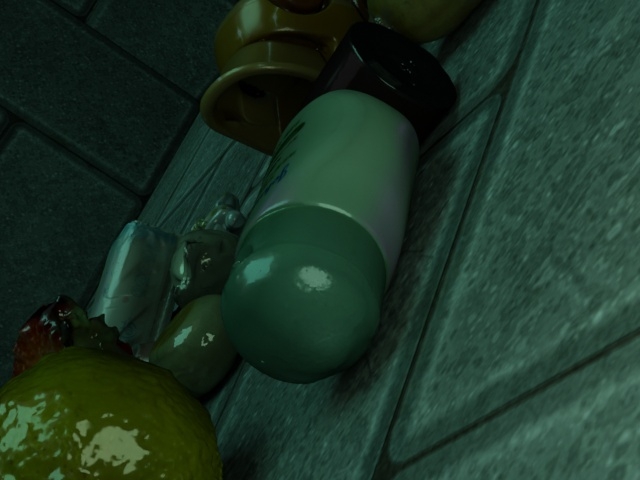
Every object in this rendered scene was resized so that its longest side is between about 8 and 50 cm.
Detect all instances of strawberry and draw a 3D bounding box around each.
[{"bbox_3d":[-0.331,0.232,1.679,0.138,0.233,0.306,-12,-40,-44],"label":"strawberry"}]

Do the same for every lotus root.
[{"bbox_3d":[0.151,-0.359,1.560,0.342,0.151,0.169,-52,12,6],"label":"lotus root"}]

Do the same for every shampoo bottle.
[{"bbox_3d":[0.000,0.000,1.215,0.222,0.151,0.349,-50,13,32],"label":"shampoo bottle"}]

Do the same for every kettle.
[{"bbox_3d":[0.041,-0.128,1.451,0.232,0.144,0.202,-52,-7,31],"label":"kettle"}]

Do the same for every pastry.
[{"bbox_3d":[-0.156,0.134,1.625,0.156,0.092,0.156,-44,15,15],"label":"pastry"}]

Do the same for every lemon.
[{"bbox_3d":[-0.233,0.240,1.264,0.268,0.268,0.322,-56,12,-1],"label":"lemon"}]

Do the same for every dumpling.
[{"bbox_3d":[-0.181,0.048,1.901,0.136,0.118,0.199,-70,-16,2],"label":"dumpling"}]

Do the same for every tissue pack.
[{"bbox_3d":[-0.320,0.122,2.073,0.201,0.124,0.271,134,150,-65],"label":"tissue pack"}]

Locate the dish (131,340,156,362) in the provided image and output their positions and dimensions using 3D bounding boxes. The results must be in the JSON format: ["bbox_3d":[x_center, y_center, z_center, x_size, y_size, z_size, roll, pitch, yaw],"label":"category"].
[{"bbox_3d":[-0.265,0.226,1.793,0.213,0.090,0.213,-52,14,18],"label":"dish"}]

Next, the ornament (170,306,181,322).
[{"bbox_3d":[-0.244,0.123,2.128,0.073,0.028,0.125,-41,21,49],"label":"ornament"}]

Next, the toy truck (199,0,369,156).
[{"bbox_3d":[-0.026,-0.246,1.731,0.204,0.288,0.211,-40,45,49],"label":"toy truck"}]

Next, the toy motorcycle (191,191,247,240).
[{"bbox_3d":[-0.176,-0.007,2.091,0.151,0.074,0.228,-49,16,28],"label":"toy motorcycle"}]
